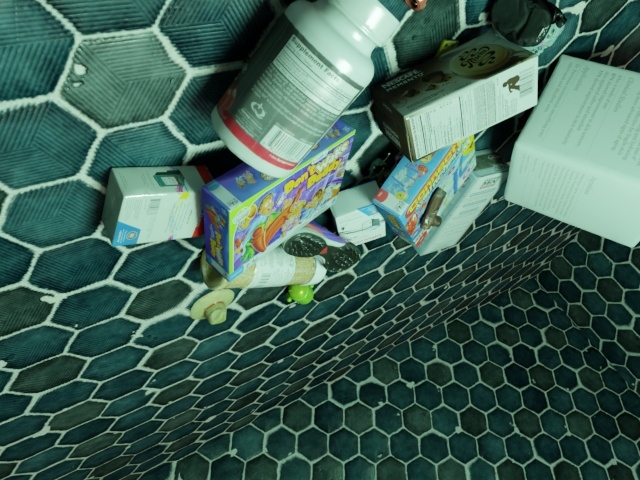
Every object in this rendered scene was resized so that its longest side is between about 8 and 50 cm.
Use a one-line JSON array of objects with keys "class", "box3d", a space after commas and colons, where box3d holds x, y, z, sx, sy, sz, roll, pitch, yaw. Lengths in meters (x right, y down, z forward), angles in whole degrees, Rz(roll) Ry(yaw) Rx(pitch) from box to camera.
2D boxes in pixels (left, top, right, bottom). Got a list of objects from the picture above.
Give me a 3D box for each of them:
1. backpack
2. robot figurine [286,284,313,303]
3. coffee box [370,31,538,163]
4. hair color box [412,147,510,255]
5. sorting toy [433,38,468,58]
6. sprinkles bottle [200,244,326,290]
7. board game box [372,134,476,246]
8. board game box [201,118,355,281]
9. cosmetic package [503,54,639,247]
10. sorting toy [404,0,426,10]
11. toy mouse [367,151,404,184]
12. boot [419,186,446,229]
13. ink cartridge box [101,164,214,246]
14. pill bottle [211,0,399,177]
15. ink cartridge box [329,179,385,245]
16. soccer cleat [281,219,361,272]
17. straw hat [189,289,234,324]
[{"class": "backpack", "box3d": [0.452, -0.473, 1.060, 0.182, 0.152, 0.115, -21, 158, -49]}, {"class": "robot figurine", "box3d": [-0.064, 0.169, 1.599, 0.101, 0.067, 0.115, -31, 153, 6]}, {"class": "coffee box", "box3d": [0.278, -0.306, 1.037, 0.297, 0.168, 0.119, -25, 132, -2]}, {"class": "hair color box", "box3d": [0.448, -0.122, 1.632, 0.185, 0.114, 0.375, -15, 148, -33]}, {"class": "sorting toy", "box3d": [0.340, -0.385, 1.164, 0.274, 0.046, 0.132, 6, 133, -51]}, {"class": "sprinkles bottle", "box3d": [-0.138, 0.064, 1.292, 0.355, 0.121, 0.121, 2, 136, -48]}, {"class": "board game box", "box3d": [0.290, -0.160, 1.307, 0.308, 0.086, 0.302, -55, 156, -1]}, {"class": "board game box", "box3d": [-0.086, -0.094, 1.032, 0.347, 0.078, 0.233, -39, 158, -31]}, {"class": "cosmetic package", "box3d": [0.782, -0.246, 1.376, 0.330, 0.393, 0.327, -57, 156, -13]}, {"class": "sorting toy", "box3d": [0.176, -0.454, 0.863, 0.042, 0.061, 0.102, -46, -179, -5]}, {"class": "toy mouse", "box3d": [0.179, -0.201, 1.291, 0.160, 0.031, 0.143, -24, 154, 4]}, {"class": "boot", "box3d": [0.310, -0.090, 1.290, 0.106, 0.037, 0.114, -26, 138, -51]}, {"class": "ink cartridge box", "box3d": [-0.290, -0.072, 0.955, 0.230, 0.078, 0.134, -9, 144, -40]}, {"class": "pill bottle", "box3d": [-0.024, -0.273, 0.810, 0.318, 0.176, 0.176, -46, 150, 22]}, {"class": "ink cartridge box", "box3d": [0.104, -0.067, 1.362, 0.139, 0.082, 0.191, -19, 150, -1]}, {"class": "soccer cleat", "box3d": [0.000, 0.000, 1.307, 0.108, 0.117, 0.318, -42, 145, 20]}, {"class": "straw hat", "box3d": [-0.302, 0.209, 1.415, 0.144, 0.061, 0.145, -25, 151, -15]}]
